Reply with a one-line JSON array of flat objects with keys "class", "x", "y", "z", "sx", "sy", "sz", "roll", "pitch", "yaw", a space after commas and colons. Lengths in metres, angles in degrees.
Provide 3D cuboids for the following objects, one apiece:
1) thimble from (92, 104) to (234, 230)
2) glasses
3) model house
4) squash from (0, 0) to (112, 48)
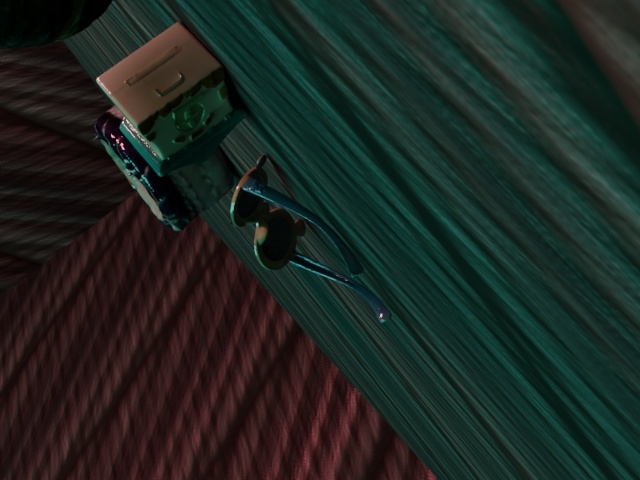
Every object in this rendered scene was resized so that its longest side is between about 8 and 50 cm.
[{"class": "thimble", "x": -0.253, "y": -0.137, "z": 1.927, "sx": 0.237, "sy": 0.150, "sz": 0.237, "roll": 49, "pitch": 171, "yaw": 10}, {"class": "glasses", "x": -0.022, "y": 0.021, "z": 1.469, "sx": 0.220, "sy": 0.088, "sz": 0.189, "roll": 46, "pitch": 171, "yaw": 35}, {"class": "model house", "x": -0.163, "y": -0.148, "z": 1.346, "sx": 0.100, "sy": 0.127, "sz": 0.149, "roll": 48, "pitch": 170, "yaw": 30}, {"class": "squash", "x": -0.282, "y": -0.273, "z": 0.998, "sx": 0.252, "sy": 0.252, "sz": 0.165, "roll": 48, "pitch": 139, "yaw": 26}]
